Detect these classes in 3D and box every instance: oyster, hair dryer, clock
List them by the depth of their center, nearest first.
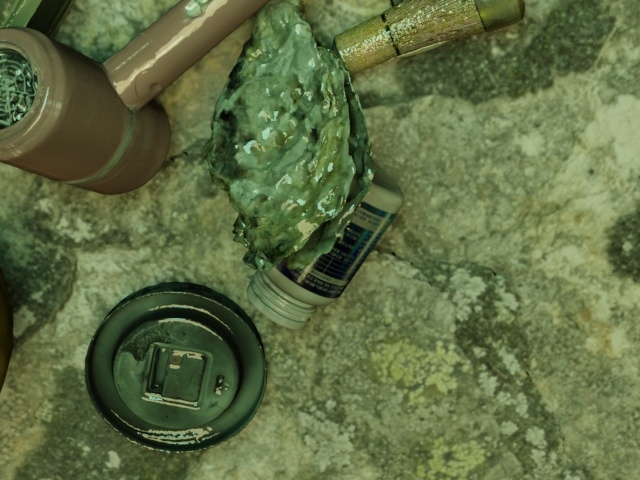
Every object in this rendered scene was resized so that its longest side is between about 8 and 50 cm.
[{"bbox_3d":[-0.161,-0.190,0.905,0.352,0.210,0.125,-38,73,10],"label":"hair dryer"},{"bbox_3d":[-0.043,-0.104,0.962,0.198,0.268,0.112,-39,145,28],"label":"oyster"},{"bbox_3d":[-0.170,0.152,1.134,0.214,0.042,0.215,0,110,-1],"label":"clock"}]

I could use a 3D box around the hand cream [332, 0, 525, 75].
[{"bbox_3d":[0.106,-0.227,0.985,0.203,0.084,0.084,-23,109,12],"label":"hand cream"}]

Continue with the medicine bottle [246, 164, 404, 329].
[{"bbox_3d":[0.000,0.000,1.047,0.107,0.107,0.191,30,107,-12],"label":"medicine bottle"}]

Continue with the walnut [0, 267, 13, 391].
[{"bbox_3d":[-0.516,0.095,0.959,0.397,0.308,0.354,23,87,-8],"label":"walnut"}]

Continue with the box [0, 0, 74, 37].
[{"bbox_3d":[-0.294,-0.328,0.908,0.178,0.138,0.274,34,106,-8],"label":"box"}]
